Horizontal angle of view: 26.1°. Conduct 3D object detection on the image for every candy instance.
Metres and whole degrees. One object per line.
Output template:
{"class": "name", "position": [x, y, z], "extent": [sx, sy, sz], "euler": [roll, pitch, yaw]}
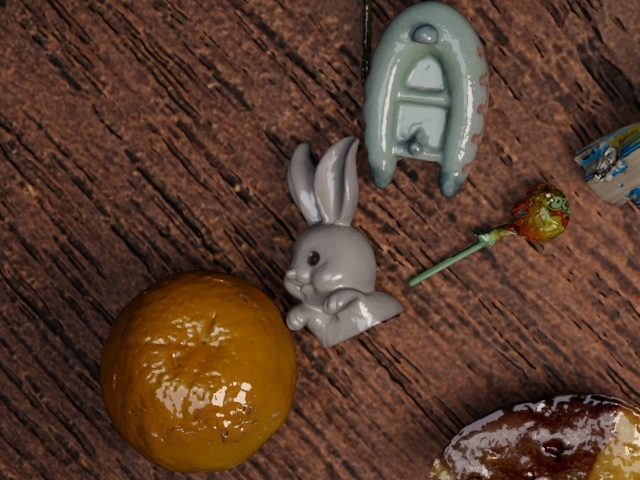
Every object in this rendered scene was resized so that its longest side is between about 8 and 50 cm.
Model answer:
{"class": "candy", "position": [0.180, 0.003, 1.493], "extent": [0.201, 0.060, 0.060], "euler": [-28, 90, 22]}

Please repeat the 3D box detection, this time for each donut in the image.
{"class": "donut", "position": [0.278, 0.223, 1.461], "extent": [0.295, 0.112, 0.151], "euler": [17, 98, 9]}

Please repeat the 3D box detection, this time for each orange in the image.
{"class": "orange", "position": [-0.131, 0.142, 1.496], "extent": [0.219, 0.193, 0.219], "euler": [-7, 52, 9]}

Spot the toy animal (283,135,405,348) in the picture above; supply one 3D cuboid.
{"class": "toy animal", "position": [0.002, 0.002, 1.489], "extent": [0.104, 0.131, 0.221], "euler": [-19, 91, 56]}

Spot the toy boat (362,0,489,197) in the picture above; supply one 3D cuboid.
{"class": "toy boat", "position": [0.110, -0.151, 1.471], "extent": [0.134, 0.079, 0.208], "euler": [11, 100, 14]}

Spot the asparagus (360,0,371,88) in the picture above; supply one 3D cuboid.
{"class": "asparagus", "position": [0.052, -0.248, 1.503], "extent": [0.016, 0.013, 0.166], "euler": [6, 98, 23]}

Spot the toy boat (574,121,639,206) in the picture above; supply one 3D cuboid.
{"class": "toy boat", "position": [0.347, -0.098, 1.380], "extent": [0.084, 0.066, 0.210], "euler": [33, 140, -17]}
